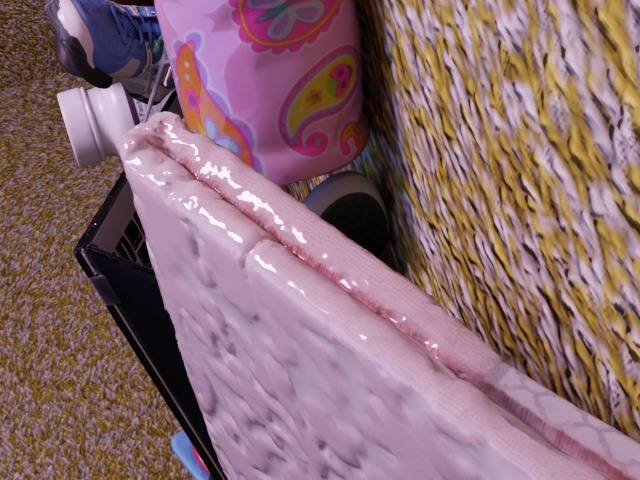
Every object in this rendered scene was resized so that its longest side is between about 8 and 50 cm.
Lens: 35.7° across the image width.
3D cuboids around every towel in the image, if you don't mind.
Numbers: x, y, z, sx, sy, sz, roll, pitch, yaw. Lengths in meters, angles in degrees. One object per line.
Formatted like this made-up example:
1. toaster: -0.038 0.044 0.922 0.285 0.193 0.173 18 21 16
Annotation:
1. towel: 0.033 0.126 0.513 0.317 0.053 0.332 35 149 32

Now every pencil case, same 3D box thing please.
1. pencil case: -0.043 -0.174 0.572 0.124 0.124 0.284 -125 22 -60

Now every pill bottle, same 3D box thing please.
1. pill bottle: -0.168 -0.139 1.035 0.108 0.193 0.108 164 90 -80

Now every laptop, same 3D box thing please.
1. laptop: -0.009 0.101 0.856 0.408 0.236 0.382 -74 -33 -52

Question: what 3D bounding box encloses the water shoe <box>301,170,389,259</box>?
1. water shoe: 0.000 0.000 0.716 0.203 0.073 0.080 91 157 -59

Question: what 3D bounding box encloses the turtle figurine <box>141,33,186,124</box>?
1. turtle figurine: -0.073 -0.155 0.744 0.175 0.118 0.234 -156 63 -67

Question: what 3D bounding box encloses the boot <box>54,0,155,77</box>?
1. boot: -0.159 -0.314 0.912 0.096 0.264 0.280 33 151 -8

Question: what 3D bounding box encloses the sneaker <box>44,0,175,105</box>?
1. sneaker: -0.160 -0.174 0.844 0.080 0.081 0.211 64 -167 5

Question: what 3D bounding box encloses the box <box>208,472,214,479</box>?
1. box: -0.045 0.241 1.079 0.190 0.045 0.184 60 -152 -34

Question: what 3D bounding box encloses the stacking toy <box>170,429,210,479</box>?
1. stacking toy: -0.101 0.236 1.474 0.166 0.175 0.302 41 136 28
